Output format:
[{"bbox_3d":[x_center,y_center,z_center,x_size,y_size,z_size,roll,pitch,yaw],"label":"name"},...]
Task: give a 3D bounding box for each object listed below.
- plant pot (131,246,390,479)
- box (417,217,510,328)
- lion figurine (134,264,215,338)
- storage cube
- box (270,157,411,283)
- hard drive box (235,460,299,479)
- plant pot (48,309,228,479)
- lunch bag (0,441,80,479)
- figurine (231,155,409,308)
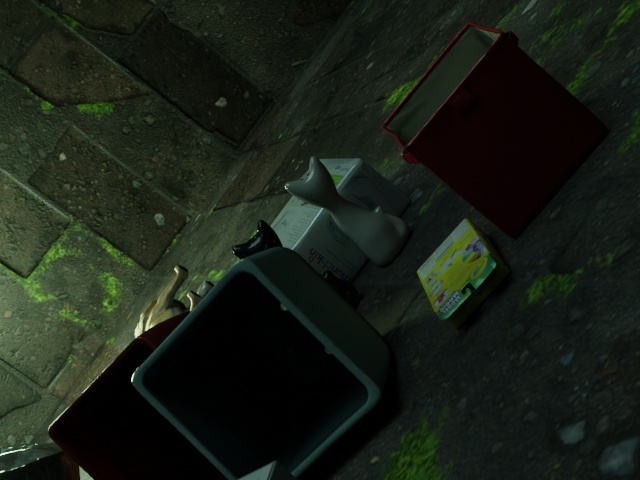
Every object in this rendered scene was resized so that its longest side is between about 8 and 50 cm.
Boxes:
[{"bbox_3d":[-0.051,0.157,1.490,0.248,0.247,0.252,-46,-3,22],"label":"plant pot"},{"bbox_3d":[0.184,0.043,1.404,0.105,0.043,0.179,-49,12,12],"label":"box"},{"bbox_3d":[-0.305,0.207,2.335,0.240,0.142,0.392,-58,18,6],"label":"lion figurine"},{"bbox_3d":[0.225,-0.150,1.436,0.215,0.193,0.184,-49,15,7],"label":"storage cube"},{"bbox_3d":[0.008,-0.023,1.934,0.231,0.126,0.262,-54,15,-7],"label":"box"},{"bbox_3d":[-0.127,0.401,1.345,0.232,0.089,0.181,-33,23,34],"label":"hard drive box"},{"bbox_3d":[-0.206,0.259,1.695,0.267,0.267,0.236,-44,4,29],"label":"plant pot"},{"bbox_3d":[-0.452,0.436,1.615,0.287,0.169,0.235,93,170,-87],"label":"lunch bag"},{"bbox_3d":[0.000,0.000,1.734,0.215,0.209,0.092,-52,14,0],"label":"figurine"}]
